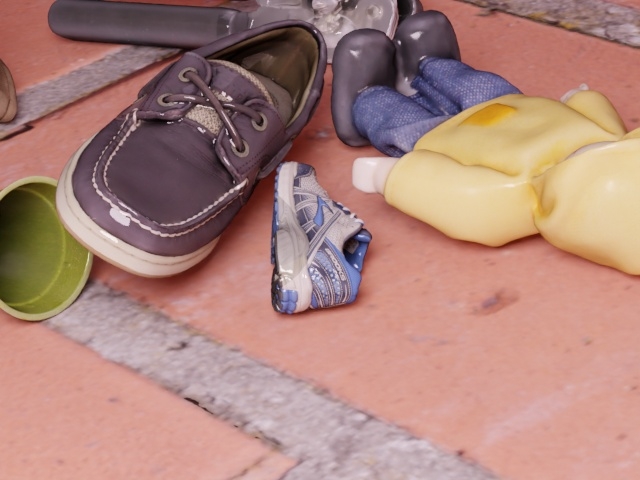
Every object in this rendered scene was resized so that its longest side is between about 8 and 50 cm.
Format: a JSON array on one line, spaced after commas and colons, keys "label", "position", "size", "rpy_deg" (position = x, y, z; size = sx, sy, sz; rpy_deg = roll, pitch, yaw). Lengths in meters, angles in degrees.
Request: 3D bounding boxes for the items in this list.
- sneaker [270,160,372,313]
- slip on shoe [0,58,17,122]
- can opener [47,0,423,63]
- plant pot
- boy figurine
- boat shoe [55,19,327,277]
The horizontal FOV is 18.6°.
[{"label": "sneaker", "position": [0.000, 0.000, 1.143], "size": [0.058, 0.052, 0.135], "rpy_deg": [3, 34, -4]}, {"label": "slip on shoe", "position": [-0.247, -0.119, 1.423], "size": [0.041, 0.051, 0.135], "rpy_deg": [27, 8, -23]}, {"label": "can opener", "position": [-0.064, -0.173, 1.471], "size": [0.283, 0.076, 0.095], "rpy_deg": [6, -1, 24]}, {"label": "plant pot", "position": [-0.190, 0.003, 1.152], "size": [0.079, 0.083, 0.083], "rpy_deg": [3, 27, 45]}, {"label": "boy figurine", "position": [0.107, -0.055, 1.169], "size": [0.177, 0.092, 0.285], "rpy_deg": [-16, 26, -22]}, {"label": "boat shoe", "position": [-0.069, -0.069, 1.181], "size": [0.103, 0.092, 0.285], "rpy_deg": [37, 28, 4]}]
